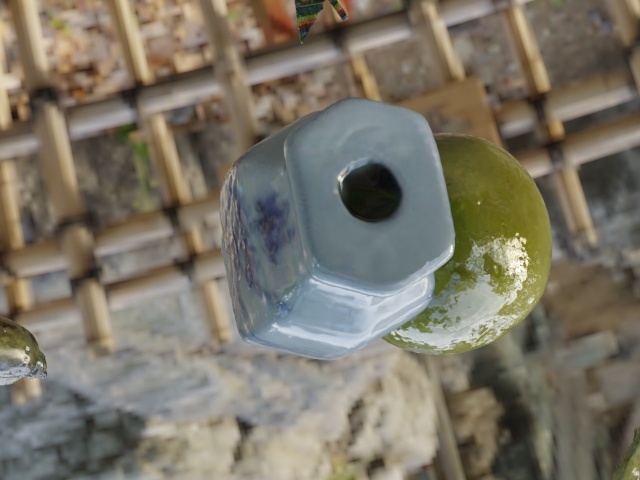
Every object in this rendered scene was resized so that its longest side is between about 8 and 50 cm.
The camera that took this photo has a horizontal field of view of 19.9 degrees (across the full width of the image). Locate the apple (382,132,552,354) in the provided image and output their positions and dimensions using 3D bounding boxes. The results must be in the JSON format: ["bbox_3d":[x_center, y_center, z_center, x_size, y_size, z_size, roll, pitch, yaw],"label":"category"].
[{"bbox_3d":[0.148,0.003,2.332,0.292,0.292,0.254,-22,171,22],"label":"apple"}]

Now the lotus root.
[{"bbox_3d":[-0.234,0.075,1.279,0.099,0.049,0.054,19,146,-36],"label":"lotus root"}]

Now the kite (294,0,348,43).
[{"bbox_3d":[0.001,-0.279,2.024,0.122,0.090,0.004,-47,166,12],"label":"kite"}]

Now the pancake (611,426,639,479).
[{"bbox_3d":[0.160,0.162,0.936,0.023,0.129,0.116,3,-163,24],"label":"pancake"}]

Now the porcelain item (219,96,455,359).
[{"bbox_3d":[0.000,0.000,1.844,0.179,0.242,0.405,-9,169,-16],"label":"porcelain item"}]
